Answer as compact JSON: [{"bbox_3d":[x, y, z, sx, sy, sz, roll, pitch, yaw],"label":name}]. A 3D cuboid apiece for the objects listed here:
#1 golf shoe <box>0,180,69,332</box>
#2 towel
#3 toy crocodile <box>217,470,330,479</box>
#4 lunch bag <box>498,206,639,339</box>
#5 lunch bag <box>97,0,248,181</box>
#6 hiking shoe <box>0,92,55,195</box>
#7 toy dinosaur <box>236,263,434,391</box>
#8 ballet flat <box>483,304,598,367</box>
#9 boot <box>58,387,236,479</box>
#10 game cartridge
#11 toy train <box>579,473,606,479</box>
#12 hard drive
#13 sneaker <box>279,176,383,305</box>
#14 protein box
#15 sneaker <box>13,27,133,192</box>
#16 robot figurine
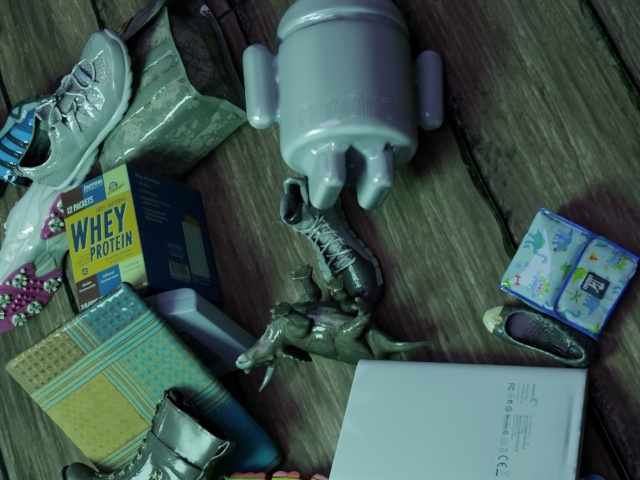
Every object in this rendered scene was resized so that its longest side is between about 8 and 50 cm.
[{"bbox_3d":[-0.507,0.016,2.171,0.140,0.115,0.306,37,94,40],"label":"golf shoe"},{"bbox_3d":[-0.267,0.259,1.897,0.271,0.040,0.370,-33,106,22],"label":"towel"},{"bbox_3d":[-0.049,0.381,1.827,0.341,0.115,0.105,-4,65,25],"label":"toy crocodile"},{"bbox_3d":[0.337,0.045,1.682,0.151,0.096,0.128,29,94,16],"label":"lunch bag"},{"bbox_3d":[-0.271,-0.264,2.039,0.235,0.169,0.287,-37,58,26],"label":"lunch bag"},{"bbox_3d":[-0.514,-0.162,2.205,0.304,0.113,0.132,-24,78,35],"label":"hiking shoe"},{"bbox_3d":[0.024,0.129,1.832,0.314,0.160,0.121,-2,49,18],"label":"toy dinosaur"},{"bbox_3d":[0.300,0.126,1.709,0.173,0.049,0.057,19,90,31],"label":"ballet flat"},{"bbox_3d":[-0.255,0.323,1.852,0.263,0.091,0.229,26,100,28],"label":"boot"},{"bbox_3d":[-0.265,0.174,1.944,0.294,0.196,0.060,-24,49,24],"label":"game cartridge"},{"bbox_3d":[0.301,0.342,1.657,0.184,0.080,0.105,22,99,33],"label":"toy train"},{"bbox_3d":[0.187,0.258,1.665,0.319,0.040,0.210,1,49,19],"label":"hard drive"},{"bbox_3d":[0.000,0.000,1.855,0.086,0.132,0.228,-38,65,20],"label":"sneaker"},{"bbox_3d":[-0.281,0.013,1.975,0.136,0.200,0.201,-22,70,25],"label":"protein box"},{"bbox_3d":[-0.383,-0.199,1.937,0.105,0.115,0.281,39,112,36],"label":"sneaker"},{"bbox_3d":[0.038,-0.224,1.822,0.300,0.200,0.353,1,70,-13],"label":"robot figurine"}]
